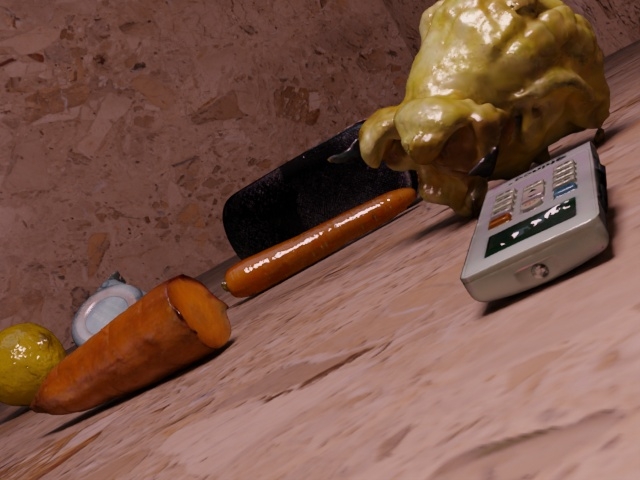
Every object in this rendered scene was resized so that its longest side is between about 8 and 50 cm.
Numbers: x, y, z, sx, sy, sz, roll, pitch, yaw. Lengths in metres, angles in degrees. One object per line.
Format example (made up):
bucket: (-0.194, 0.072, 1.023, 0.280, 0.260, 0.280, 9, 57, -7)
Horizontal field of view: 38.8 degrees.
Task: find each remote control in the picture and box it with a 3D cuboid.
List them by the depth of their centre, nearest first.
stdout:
remote control: (0.108, -0.012, 0.431, 0.065, 0.029, 0.166, -26, 9, 21)

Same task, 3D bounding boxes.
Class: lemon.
lemon: (-0.388, 0.163, 1.188, 0.133, 0.109, 0.109, -33, 0, 39)

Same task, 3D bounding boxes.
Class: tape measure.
tape measure: (-0.226, 0.124, 1.094, 0.107, 0.104, 0.179, -54, -21, -23)

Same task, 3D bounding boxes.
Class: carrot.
carrot: (-0.170, 0.098, 0.743, 0.205, 0.072, 0.072, -29, 3, 22)
carrot: (0.000, 0.000, 1.038, 0.248, 0.043, 0.043, -27, 3, -2)

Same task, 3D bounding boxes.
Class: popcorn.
popcorn: (0.129, -0.105, 0.723, 0.195, 0.174, 0.168, -55, -30, -12)

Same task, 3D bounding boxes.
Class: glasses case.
glasses case: (-0.007, -0.053, 1.182, 0.321, 0.122, 0.082, -26, 6, 40)
